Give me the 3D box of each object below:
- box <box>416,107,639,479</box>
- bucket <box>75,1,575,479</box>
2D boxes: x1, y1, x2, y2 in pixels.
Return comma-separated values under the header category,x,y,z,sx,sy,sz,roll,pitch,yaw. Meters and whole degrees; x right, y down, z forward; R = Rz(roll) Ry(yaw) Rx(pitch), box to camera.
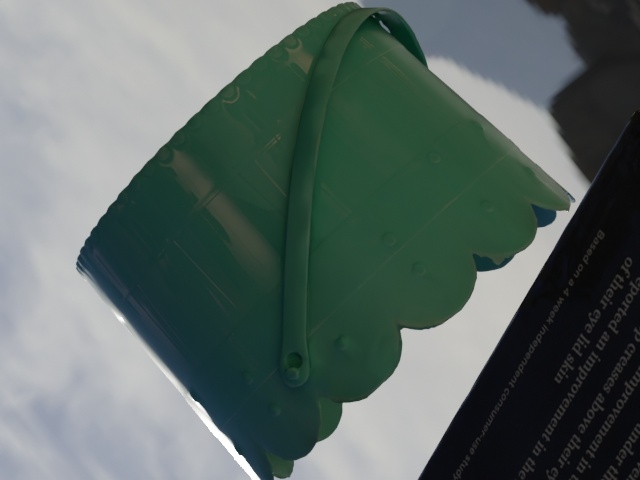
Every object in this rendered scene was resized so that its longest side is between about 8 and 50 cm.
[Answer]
category,x,y,z,sx,sy,sz,roll,pitch,yaw
box,0.148,0.081,0.543,0.108,0.153,0.207,7,-148,-41
bucket,0.000,0.000,1.153,0.183,0.281,0.281,46,-169,4
